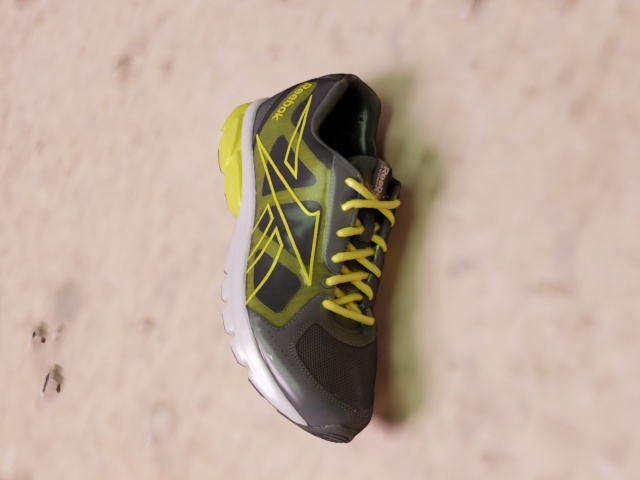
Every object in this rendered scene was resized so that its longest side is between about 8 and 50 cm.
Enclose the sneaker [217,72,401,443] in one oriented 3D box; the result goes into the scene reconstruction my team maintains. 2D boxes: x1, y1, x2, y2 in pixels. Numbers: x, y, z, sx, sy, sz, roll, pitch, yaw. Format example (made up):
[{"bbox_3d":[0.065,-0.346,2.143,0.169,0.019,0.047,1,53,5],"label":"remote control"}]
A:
[{"bbox_3d":[0.000,0.000,0.358,0.035,0.031,0.083,-32,56,32],"label":"sneaker"}]
